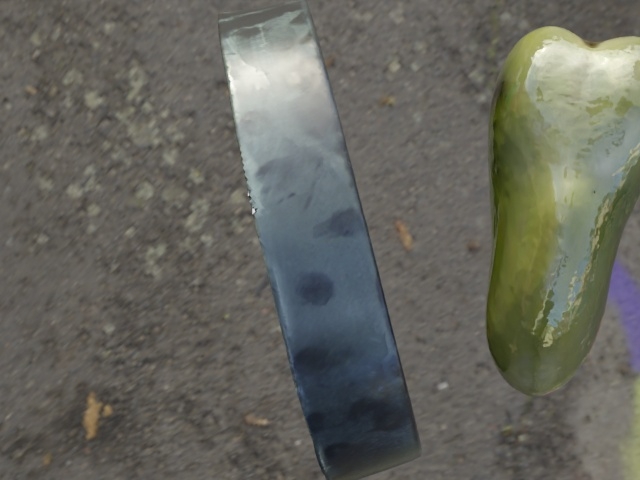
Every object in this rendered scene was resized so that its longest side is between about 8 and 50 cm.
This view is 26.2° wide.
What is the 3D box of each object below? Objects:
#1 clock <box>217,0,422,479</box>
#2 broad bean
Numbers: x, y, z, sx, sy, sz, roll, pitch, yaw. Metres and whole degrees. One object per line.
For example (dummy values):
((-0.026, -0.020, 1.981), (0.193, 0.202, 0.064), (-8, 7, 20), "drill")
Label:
((0.000, 0.000, 1.079), (0.076, 0.386, 0.386), (-14, 77, 1), "clock")
((0.162, -0.022, 0.969), (0.121, 0.189, 0.263), (14, 104, 2), "broad bean")
